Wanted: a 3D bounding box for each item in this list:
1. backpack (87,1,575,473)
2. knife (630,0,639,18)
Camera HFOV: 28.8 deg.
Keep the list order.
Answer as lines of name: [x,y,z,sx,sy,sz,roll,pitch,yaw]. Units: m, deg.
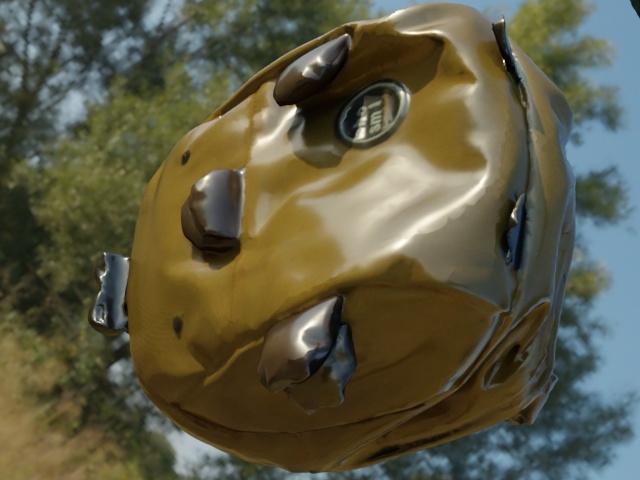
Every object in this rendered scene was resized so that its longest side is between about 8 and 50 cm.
backpack: [0.004,0.004,0.893,0.201,0.378,0.353,36,40,-38]
knife: [0.142,-0.083,0.491,0.026,0.044,0.296,-12,-44,35]
